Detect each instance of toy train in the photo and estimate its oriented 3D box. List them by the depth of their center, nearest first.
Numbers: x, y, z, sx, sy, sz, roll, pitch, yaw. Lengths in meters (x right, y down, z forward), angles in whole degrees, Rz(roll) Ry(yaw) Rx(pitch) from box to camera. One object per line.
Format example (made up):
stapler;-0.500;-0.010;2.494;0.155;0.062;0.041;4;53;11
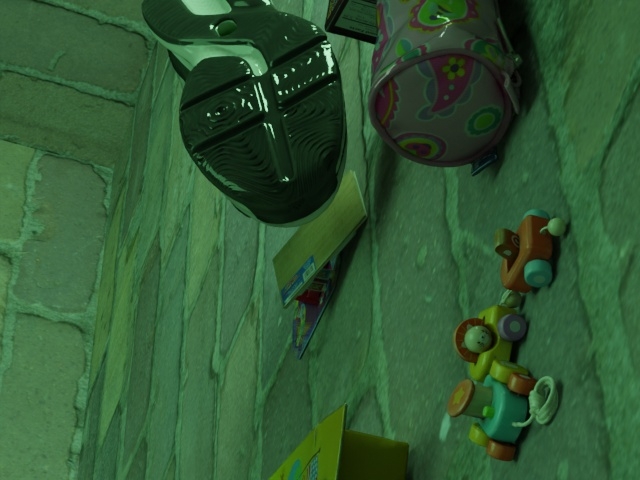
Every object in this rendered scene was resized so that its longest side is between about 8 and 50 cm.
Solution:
toy train;0.120;0.062;1.301;0.125;0.046;0.166;118;163;-49

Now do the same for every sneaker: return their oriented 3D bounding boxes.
sneaker;-0.038;-0.099;1.996;0.257;0.169;0.447;63;-179;-37

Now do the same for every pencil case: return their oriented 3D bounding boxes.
pencil case;0.096;-0.182;1.555;0.284;0.124;0.124;-91;19;-49

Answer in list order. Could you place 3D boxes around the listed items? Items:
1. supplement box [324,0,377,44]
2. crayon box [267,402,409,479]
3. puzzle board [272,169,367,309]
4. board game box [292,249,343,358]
supplement box;0.073;-0.279;1.843;0.188;0.081;0.104;123;158;-55
crayon box;-0.009;0.278;1.551;0.318;0.081;0.202;126;156;-61
puzzle board;0.000;0.000;1.921;0.128;0.011;0.096;-49;25;19
board game box;-0.017;0.034;1.998;0.133;0.033;0.168;-88;18;-46
